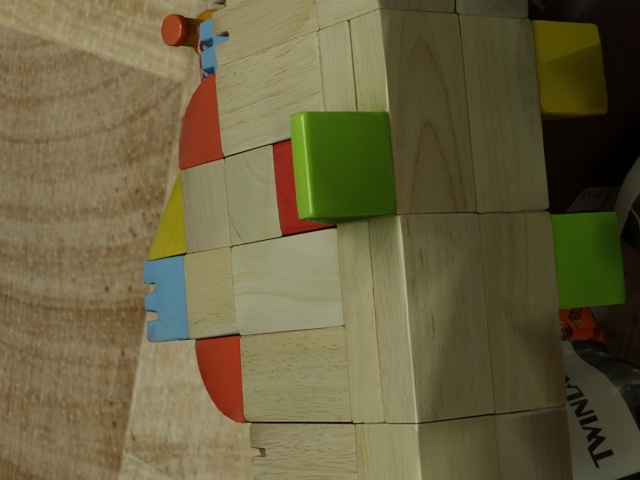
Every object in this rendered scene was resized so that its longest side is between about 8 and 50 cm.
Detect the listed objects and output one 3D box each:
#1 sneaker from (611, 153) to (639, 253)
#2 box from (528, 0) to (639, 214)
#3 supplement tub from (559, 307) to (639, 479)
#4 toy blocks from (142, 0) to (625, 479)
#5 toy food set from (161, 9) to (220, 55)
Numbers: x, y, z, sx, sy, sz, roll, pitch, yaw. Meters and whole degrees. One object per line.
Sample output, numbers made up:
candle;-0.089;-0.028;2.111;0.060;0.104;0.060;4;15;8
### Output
sneaker;0.244;-0.051;0.896;0.077;0.072;0.178;44;126;21
box;0.110;-0.090;0.938;0.143;0.191;0.381;53;125;28
supplement tub;0.153;0.217;0.894;0.207;0.207;0.338;-37;68;38
toy blocks;0.000;0.000;0.818;0.261;0.191;0.381;-10;83;54
toy food set;-0.003;-0.161;1.097;0.232;0.104;0.111;22;106;41
